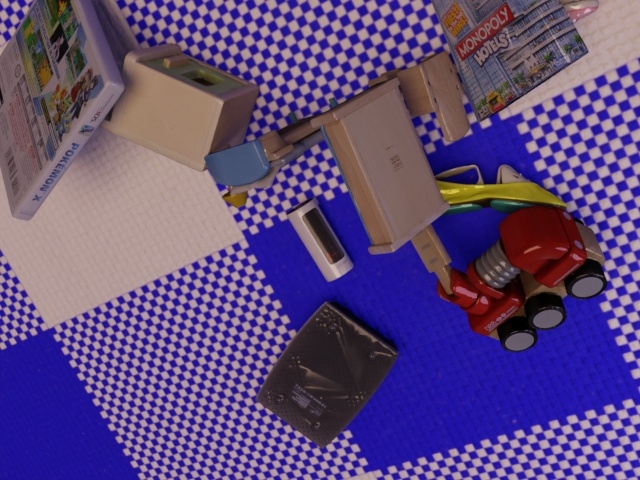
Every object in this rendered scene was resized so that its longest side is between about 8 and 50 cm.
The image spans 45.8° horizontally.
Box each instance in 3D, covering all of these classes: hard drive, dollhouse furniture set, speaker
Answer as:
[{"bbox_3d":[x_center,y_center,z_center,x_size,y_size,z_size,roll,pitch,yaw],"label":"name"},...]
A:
[{"bbox_3d":[0.012,0.235,1.347,0.172,0.054,0.255,35,116,3],"label":"hard drive"},{"bbox_3d":[0.033,-0.112,1.140,0.303,0.286,0.198,-7,112,50],"label":"dollhouse furniture set"},{"bbox_3d":[0.000,0.000,1.266,0.055,0.055,0.136,-27,99,24],"label":"speaker"}]

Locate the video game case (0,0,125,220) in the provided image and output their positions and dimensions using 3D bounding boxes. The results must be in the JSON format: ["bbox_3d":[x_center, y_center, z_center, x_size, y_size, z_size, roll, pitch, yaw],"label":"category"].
[{"bbox_3d":[-0.445,-0.248,1.227,0.300,0.036,0.329,-45,53,26],"label":"video game case"}]

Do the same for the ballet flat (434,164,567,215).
[{"bbox_3d":[0.255,-0.077,1.152,0.231,0.077,0.077,0,80,19],"label":"ballet flat"}]

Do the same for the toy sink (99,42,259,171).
[{"bbox_3d":[-0.240,-0.228,1.208,0.234,0.153,0.131,25,114,9],"label":"toy sink"}]

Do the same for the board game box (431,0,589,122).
[{"bbox_3d":[0.240,-0.289,1.039,0.194,0.060,0.194,59,155,1],"label":"board game box"}]

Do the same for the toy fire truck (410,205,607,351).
[{"bbox_3d":[0.249,0.021,1.107,0.246,0.158,0.217,22,130,-23],"label":"toy fire truck"}]

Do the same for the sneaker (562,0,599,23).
[{"bbox_3d":[0.324,-0.291,1.059,0.134,0.051,0.070,-9,103,28],"label":"sneaker"}]
